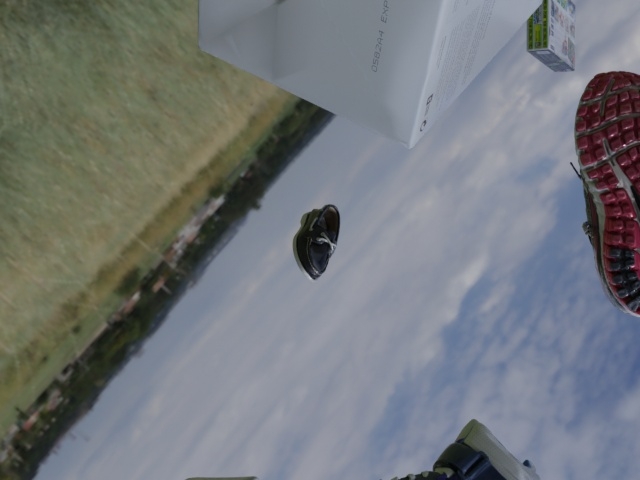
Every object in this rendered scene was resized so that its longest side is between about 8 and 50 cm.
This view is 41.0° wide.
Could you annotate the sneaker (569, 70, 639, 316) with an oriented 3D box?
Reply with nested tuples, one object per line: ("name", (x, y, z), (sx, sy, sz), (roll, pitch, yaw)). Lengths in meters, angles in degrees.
("sneaker", (0.360, -0.056, 1.036), (0.120, 0.299, 0.112), (-3, 176, 0))

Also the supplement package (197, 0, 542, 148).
("supplement package", (0.062, -0.248, 0.654), (0.263, 0.198, 0.199), (-48, 158, -38))

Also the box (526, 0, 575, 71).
("box", (0.371, -0.341, 1.369), (0.036, 0.114, 0.207), (0, -179, 27))

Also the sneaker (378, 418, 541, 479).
("sneaker", (0.143, 0.342, 1.168), (0.130, 0.322, 0.236), (94, 15, -50))

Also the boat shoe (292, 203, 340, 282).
("boat shoe", (0.000, 0.000, 0.926), (0.038, 0.046, 0.125), (-28, -159, 19))

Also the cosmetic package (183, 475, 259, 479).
("cosmetic package", (-0.128, 0.350, 0.852), (0.151, 0.184, 0.151), (-18, 177, -39))
